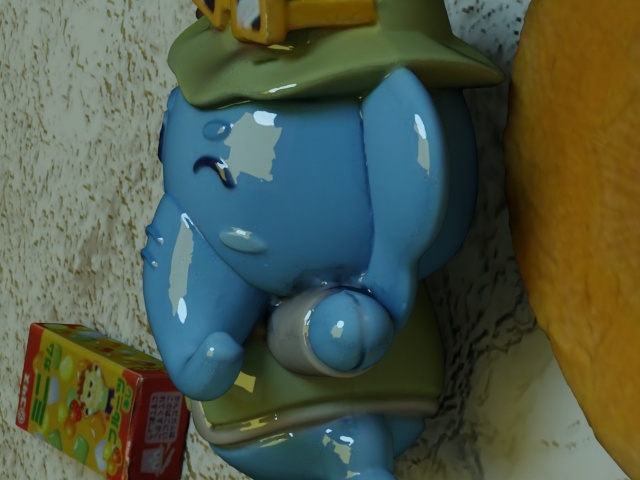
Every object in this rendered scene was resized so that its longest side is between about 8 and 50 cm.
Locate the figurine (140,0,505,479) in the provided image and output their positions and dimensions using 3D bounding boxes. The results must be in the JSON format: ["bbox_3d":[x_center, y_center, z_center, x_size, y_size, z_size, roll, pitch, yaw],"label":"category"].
[{"bbox_3d":[0.003,0.000,0.773,0.180,0.154,0.262,-45,-48,-83],"label":"figurine"}]

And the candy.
[{"bbox_3d":[-0.121,0.089,1.019,0.122,0.038,0.062,18,101,50],"label":"candy"}]

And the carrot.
[{"bbox_3d":[0.174,-0.024,0.638,0.307,0.100,0.258,29,111,57],"label":"carrot"}]

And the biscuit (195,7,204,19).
[{"bbox_3d":[0.000,-0.149,0.865,0.183,0.061,0.118,-49,11,37],"label":"biscuit"}]
